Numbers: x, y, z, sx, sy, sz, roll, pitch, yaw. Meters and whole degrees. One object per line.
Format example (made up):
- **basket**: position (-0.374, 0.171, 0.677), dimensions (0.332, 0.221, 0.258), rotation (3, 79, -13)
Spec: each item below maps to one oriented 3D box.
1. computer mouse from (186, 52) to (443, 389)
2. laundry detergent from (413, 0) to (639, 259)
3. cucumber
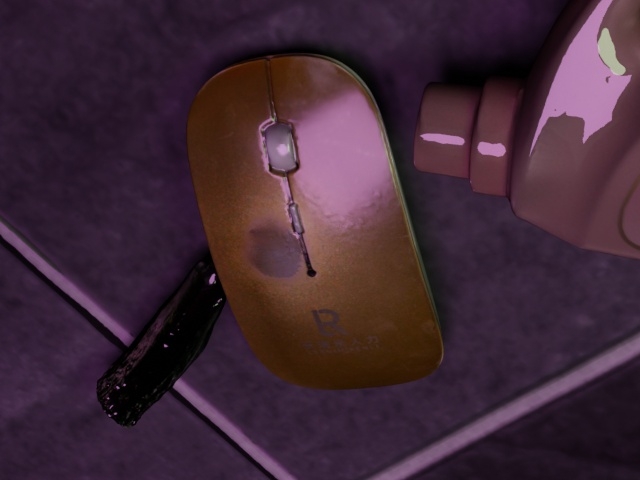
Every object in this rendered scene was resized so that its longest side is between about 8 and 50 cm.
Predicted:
- **computer mouse**: position (0.000, 0.001, 0.736), dimensions (0.102, 0.045, 0.199), rotation (-5, 125, 16)
- **laundry detergent**: position (0.161, -0.067, 0.623), dimensions (0.237, 0.076, 0.171), rotation (9, 127, 11)
- **cucumber**: position (-0.082, 0.059, 0.810), dimensions (0.034, 0.033, 0.135), rotation (7, 141, -40)
